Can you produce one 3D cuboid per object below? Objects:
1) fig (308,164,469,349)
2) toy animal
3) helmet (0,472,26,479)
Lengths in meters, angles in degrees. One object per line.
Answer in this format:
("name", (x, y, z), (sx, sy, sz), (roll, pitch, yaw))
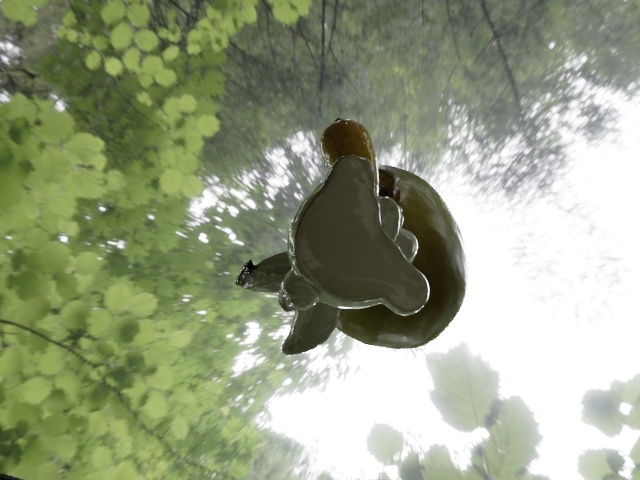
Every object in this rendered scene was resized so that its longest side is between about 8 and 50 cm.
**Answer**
("fig", (0.046, 0.012, 0.838), (0.121, 0.153, 0.136), (-32, -134, 30))
("toy animal", (0.000, 0.000, 0.717), (0.127, 0.182, 0.131), (-30, -91, -4))
("helmet", (-0.227, 0.188, 0.581), (0.231, 0.279, 0.160), (17, -98, 5))
